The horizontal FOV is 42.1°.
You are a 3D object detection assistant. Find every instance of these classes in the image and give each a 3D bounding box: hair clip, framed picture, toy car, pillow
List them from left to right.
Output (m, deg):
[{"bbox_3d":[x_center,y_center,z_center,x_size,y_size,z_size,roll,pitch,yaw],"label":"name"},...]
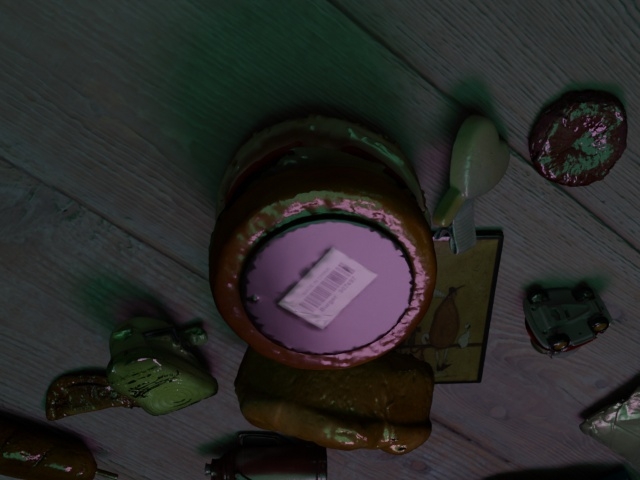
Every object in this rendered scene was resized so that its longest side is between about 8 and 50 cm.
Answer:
[{"bbox_3d":[0.166,0.126,1.415,0.255,0.014,0.339,-1,126,-2],"label":"framed picture"},{"bbox_3d":[0.208,-0.077,1.209,0.071,0.159,0.219,29,133,30],"label":"hair clip"},{"bbox_3d":[0.408,0.147,1.398,0.139,0.112,0.112,-11,141,-6],"label":"toy car"},{"bbox_3d":[0.678,0.335,1.559,0.274,0.076,0.281,33,124,-21],"label":"pillow"}]

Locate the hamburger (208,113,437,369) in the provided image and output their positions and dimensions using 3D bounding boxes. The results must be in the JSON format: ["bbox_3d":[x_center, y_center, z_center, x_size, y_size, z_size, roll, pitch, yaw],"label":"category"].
[{"bbox_3d":[0.000,0.000,1.170,0.329,0.250,0.330,-2,127,-2],"label":"hamburger"}]

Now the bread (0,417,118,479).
[{"bbox_3d":[-0.541,0.390,1.533,0.343,0.084,0.124,18,145,-16],"label":"bread"}]

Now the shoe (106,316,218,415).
[{"bbox_3d":[-0.257,0.210,1.391,0.140,0.128,0.262,-12,155,17],"label":"shoe"}]

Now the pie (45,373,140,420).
[{"bbox_3d":[-0.413,0.272,1.483,0.191,0.033,0.088,-10,119,11],"label":"pie"}]

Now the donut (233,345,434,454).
[{"bbox_3d":[0.022,0.233,1.322,0.317,0.299,0.150,12,88,-24],"label":"donut"}]

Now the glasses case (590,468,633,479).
[{"bbox_3d":[0.516,0.574,1.729,0.301,0.070,0.117,-28,107,19],"label":"glasses case"}]

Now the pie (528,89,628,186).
[{"bbox_3d":[0.378,-0.146,1.213,0.153,0.038,0.154,-1,124,-2],"label":"pie"}]

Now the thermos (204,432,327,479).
[{"bbox_3d":[-0.104,0.429,1.580,0.231,0.099,0.124,1,89,-2],"label":"thermos"}]
